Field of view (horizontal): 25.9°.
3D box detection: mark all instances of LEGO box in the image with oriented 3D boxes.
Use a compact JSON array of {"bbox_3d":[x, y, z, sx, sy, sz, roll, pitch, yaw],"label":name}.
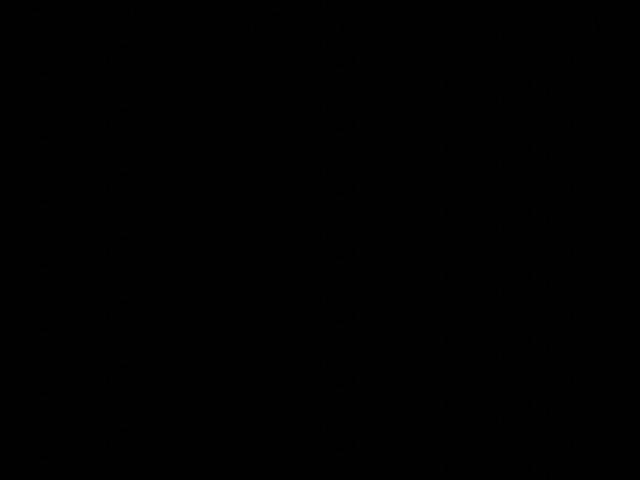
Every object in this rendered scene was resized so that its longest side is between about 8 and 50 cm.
[{"bbox_3d":[0.000,0.000,0.089,0.372,0.193,0.500,-20,4,-34],"label":"LEGO box"}]
